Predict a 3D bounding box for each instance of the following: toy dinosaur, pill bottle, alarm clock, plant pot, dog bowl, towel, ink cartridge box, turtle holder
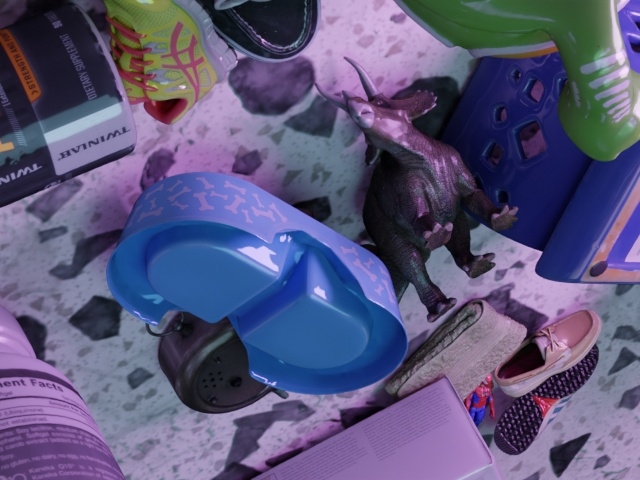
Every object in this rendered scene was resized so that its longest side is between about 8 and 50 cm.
[{"bbox_3d":[0.092,-0.029,1.800,0.121,0.160,0.313,-24,146,-14],"label":"toy dinosaur"},{"bbox_3d":[-0.277,-0.082,1.495,0.245,0.130,0.130,-24,139,-13],"label":"pill bottle"},{"bbox_3d":[-0.099,0.103,1.858,0.129,0.064,0.192,-46,136,13],"label":"alarm clock"},{"bbox_3d":[0.280,-0.086,1.809,0.236,0.212,0.236,1,128,-36],"label":"plant pot"},{"bbox_3d":[-0.053,0.037,1.740,0.297,0.074,0.166,29,134,-30],"label":"dog bowl"},{"bbox_3d":[0.148,0.130,2.077,0.148,0.027,0.110,-45,140,13],"label":"towel"},{"bbox_3d":[0.060,0.329,2.116,0.309,0.130,0.272,-28,141,0],"label":"ink cartridge box"},{"bbox_3d":[0.169,-0.244,1.507,0.243,0.320,0.227,-53,167,-9],"label":"turtle holder"},{"bbox_3d":[-0.269,0.227,1.624,0.210,0.363,0.210,-19,138,-18],"label":"pill bottle"}]

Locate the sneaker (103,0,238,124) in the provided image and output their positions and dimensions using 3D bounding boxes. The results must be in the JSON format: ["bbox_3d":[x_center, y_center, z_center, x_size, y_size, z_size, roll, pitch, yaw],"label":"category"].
[{"bbox_3d":[-0.134,-0.152,1.523,0.094,0.081,0.208,-54,152,-7],"label":"sneaker"}]

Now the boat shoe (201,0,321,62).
[{"bbox_3d":[-0.059,-0.233,1.514,0.113,0.105,0.306,-29,140,-7],"label":"boat shoe"}]

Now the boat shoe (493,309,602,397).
[{"bbox_3d":[0.248,0.121,2.118,0.135,0.050,0.045,-41,145,7],"label":"boat shoe"}]

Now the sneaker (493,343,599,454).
[{"bbox_3d":[0.250,0.174,2.179,0.161,0.057,0.075,-51,177,-5],"label":"sneaker"}]

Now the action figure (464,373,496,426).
[{"bbox_3d":[0.174,0.189,2.154,0.038,0.030,0.115,-9,132,-22],"label":"action figure"}]

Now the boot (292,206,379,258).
[{"bbox_3d":[0.000,0.000,1.844,0.106,0.037,0.114,-29,135,-10],"label":"boot"}]
